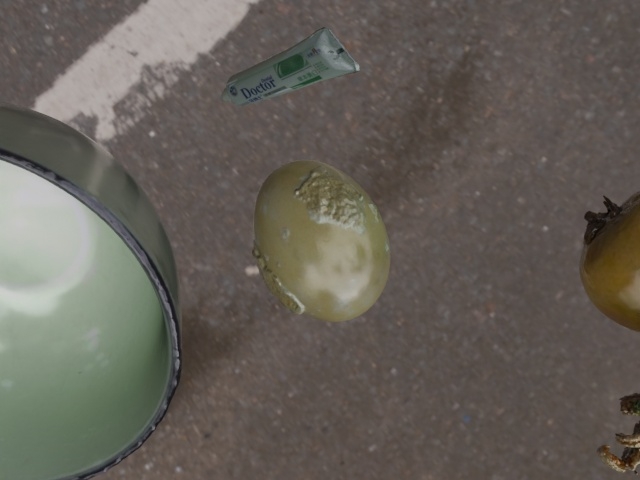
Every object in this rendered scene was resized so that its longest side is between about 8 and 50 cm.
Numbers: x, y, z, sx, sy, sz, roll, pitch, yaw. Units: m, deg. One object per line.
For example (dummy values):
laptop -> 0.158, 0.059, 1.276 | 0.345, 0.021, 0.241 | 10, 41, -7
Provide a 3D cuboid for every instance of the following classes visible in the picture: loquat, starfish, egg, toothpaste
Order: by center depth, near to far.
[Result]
starfish -> 0.359, 0.155, 1.078 | 0.209, 0.150, 0.053 | -37, 98, -40
loquat -> 0.335, 0.020, 1.093 | 0.137, 0.163, 0.163 | -55, 151, -54
toothpaste -> -0.045, -0.194, 1.263 | 0.064, 0.218, 0.041 | 49, 54, -24
egg -> -0.002, 0.001, 1.299 | 0.164, 0.164, 0.201 | -23, 89, -16

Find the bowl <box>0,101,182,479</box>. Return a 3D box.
bowl -> -0.276, 0.024, 0.913 | 0.353, 0.185, 0.354 | 2, 123, 3
